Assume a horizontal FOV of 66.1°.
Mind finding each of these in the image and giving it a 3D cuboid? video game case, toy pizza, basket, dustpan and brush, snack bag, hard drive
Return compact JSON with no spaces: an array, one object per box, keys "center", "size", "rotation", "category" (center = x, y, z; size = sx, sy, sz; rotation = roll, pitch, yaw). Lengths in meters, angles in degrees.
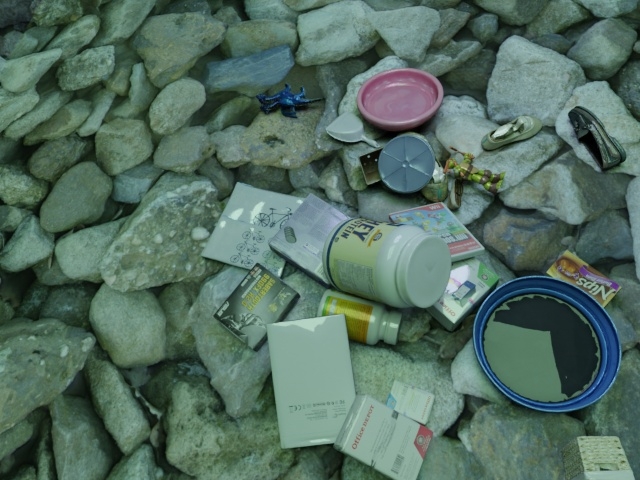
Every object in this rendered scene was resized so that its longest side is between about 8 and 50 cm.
[{"center":[0.369,-0.025,1.599],"size":[0.204,0.025,0.285],"rotation":[-13,38,-10],"category":"video game case"},{"center":[0.299,-0.265,1.707],"size":[0.201,0.032,0.201],"rotation":[2,96,24],"category":"toy pizza"},{"center":[0.686,0.558,1.230],"size":[0.113,0.167,0.103],"rotation":[-3,57,8],"category":"basket"},{"center":[0.143,-0.418,1.918],"size":[0.211,0.060,0.147],"rotation":[27,56,28],"category":"dustpan and brush"},{"center":[-0.227,-0.050,1.783],"size":[0.323,0.037,0.343],"rotation":[14,65,17],"category":"snack bag"},{"center":[-0.020,0.402,1.422],"size":[0.233,0.047,0.353],"rotation":[-8,84,5],"category":"hard drive"}]

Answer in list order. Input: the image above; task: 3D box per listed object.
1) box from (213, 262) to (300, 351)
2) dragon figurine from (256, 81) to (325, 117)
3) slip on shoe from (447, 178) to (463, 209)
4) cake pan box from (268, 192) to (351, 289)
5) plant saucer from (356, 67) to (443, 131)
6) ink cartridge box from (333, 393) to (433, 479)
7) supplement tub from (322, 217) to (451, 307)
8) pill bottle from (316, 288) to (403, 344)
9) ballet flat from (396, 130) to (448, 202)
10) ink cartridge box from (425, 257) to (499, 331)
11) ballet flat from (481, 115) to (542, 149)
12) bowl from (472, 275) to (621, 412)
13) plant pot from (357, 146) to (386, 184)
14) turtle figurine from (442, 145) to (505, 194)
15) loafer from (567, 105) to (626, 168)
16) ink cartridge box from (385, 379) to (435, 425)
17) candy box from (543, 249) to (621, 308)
[{"center":[-0.207,0.215,1.606],"size":[0.183,0.056,0.231],"rotation":[35,78,21],"category":"box"},{"center":[-0.121,-0.561,2.014],"size":[0.289,0.085,0.144],"rotation":[23,68,21],"category":"dragon figurine"},{"center":[0.470,-0.161,1.726],"size":[0.051,0.041,0.135],"rotation":[32,50,-25],"category":"slip on shoe"},{"center":[0.000,0.000,1.678],"size":[0.267,0.070,0.246],"rotation":[32,73,12],"category":"cake pan box"},{"center":[0.309,-0.541,1.918],"size":[0.332,0.084,0.332],"rotation":[-6,55,8],"category":"plant saucer"},{"center":[0.167,0.537,1.326],"size":[0.218,0.092,0.159],"rotation":[30,68,-4],"category":"ink cartridge box"},{"center":[0.187,0.063,1.430],"size":[0.324,0.235,0.235],"rotation":[11,60,49],"category":"supplement tub"},{"center":[0.122,0.241,1.508],"size":[0.245,0.136,0.136],"rotation":[12,64,15],"category":"pill bottle"},{"center":[0.368,-0.297,1.774],"size":[0.123,0.123,0.349],"rotation":[-18,60,-1],"category":"ballet flat"},{"center":[0.424,0.153,1.533],"size":[0.212,0.093,0.154],"rotation":[-41,64,-11],"category":"ink cartridge box"},{"center":[0.708,-0.405,1.796],"size":[0.248,0.086,0.086],"rotation":[-25,61,-5],"category":"ballet flat"},{"center":[0.641,0.297,1.419],"size":[0.391,0.077,0.391],"rotation":[-5,63,10],"category":"bowl"},{"center":[0.194,-0.279,1.791],"size":[0.109,0.109,0.096],"rotation":[-21,17,-2],"category":"plant pot"},{"center":[0.521,-0.233,1.711],"size":[0.217,0.087,0.269],"rotation":[26,31,13],"category":"turtle figurine"},{"center":[0.954,-0.365,1.731],"size":[0.084,0.096,0.267],"rotation":[-28,63,0],"category":"loafer"},{"center":[0.258,0.467,1.412],"size":[0.122,0.052,0.089],"rotation":[17,66,19],"category":"ink cartridge box"},{"center":[0.799,0.130,1.507],"size":[0.109,0.053,0.186],"rotation":[-41,62,-13],"category":"candy box"}]
